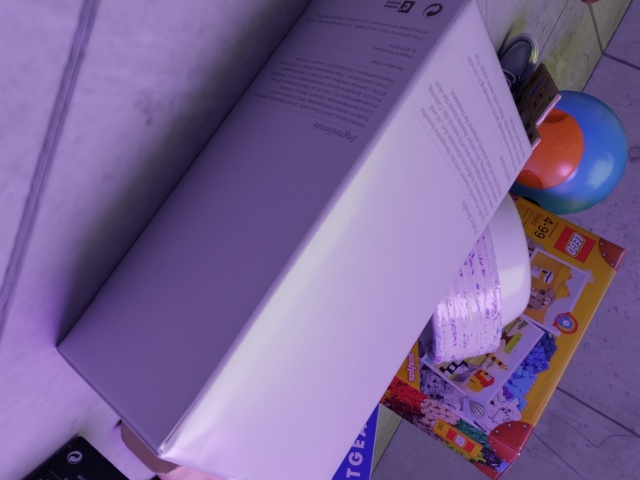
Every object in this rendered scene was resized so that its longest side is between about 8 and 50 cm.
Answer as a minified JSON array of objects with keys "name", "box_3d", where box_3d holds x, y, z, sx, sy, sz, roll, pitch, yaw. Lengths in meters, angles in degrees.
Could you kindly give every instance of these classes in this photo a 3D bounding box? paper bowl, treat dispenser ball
[{"name":"paper bowl","box_3d":[0.194,0.020,0.908,0.284,0.148,0.284,-10,90,-89]},{"name":"treat dispenser ball","box_3d":[0.562,-0.203,1.522,0.288,0.288,0.288,-50,159,-27]}]

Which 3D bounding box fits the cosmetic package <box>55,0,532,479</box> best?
[{"name":"cosmetic package","box_3d":[0.000,0.000,0.520,0.365,0.155,0.197,-54,139,-11]}]

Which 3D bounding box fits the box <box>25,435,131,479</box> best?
[{"name":"box","box_3d":[-0.243,0.326,0.558,0.184,0.103,0.261,-37,151,-44]}]

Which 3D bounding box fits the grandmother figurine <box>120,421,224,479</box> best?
[{"name":"grandmother figurine","box_3d":[-0.126,0.260,0.761,0.208,0.104,0.342,-11,149,-13]}]

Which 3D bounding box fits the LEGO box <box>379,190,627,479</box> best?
[{"name":"LEGO box","box_3d":[0.323,0.152,1.318,0.500,0.372,0.193,-50,159,-27]}]

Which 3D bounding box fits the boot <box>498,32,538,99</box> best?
[{"name":"boot","box_3d":[0.320,-0.270,1.142,0.086,0.069,0.190,-38,153,-60]}]

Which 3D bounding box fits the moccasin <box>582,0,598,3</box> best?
[{"name":"moccasin","box_3d":[0.659,-0.652,1.330,0.380,0.139,0.147,-58,162,-3]}]

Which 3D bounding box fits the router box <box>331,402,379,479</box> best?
[{"name":"router box","box_3d":[0.072,0.544,1.502,0.301,0.082,0.335,91,10,-53]}]

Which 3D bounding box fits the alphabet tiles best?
[{"name":"alphabet tiles","box_3d":[0.309,-0.159,1.124,0.285,0.011,0.342,-58,-176,28]}]
